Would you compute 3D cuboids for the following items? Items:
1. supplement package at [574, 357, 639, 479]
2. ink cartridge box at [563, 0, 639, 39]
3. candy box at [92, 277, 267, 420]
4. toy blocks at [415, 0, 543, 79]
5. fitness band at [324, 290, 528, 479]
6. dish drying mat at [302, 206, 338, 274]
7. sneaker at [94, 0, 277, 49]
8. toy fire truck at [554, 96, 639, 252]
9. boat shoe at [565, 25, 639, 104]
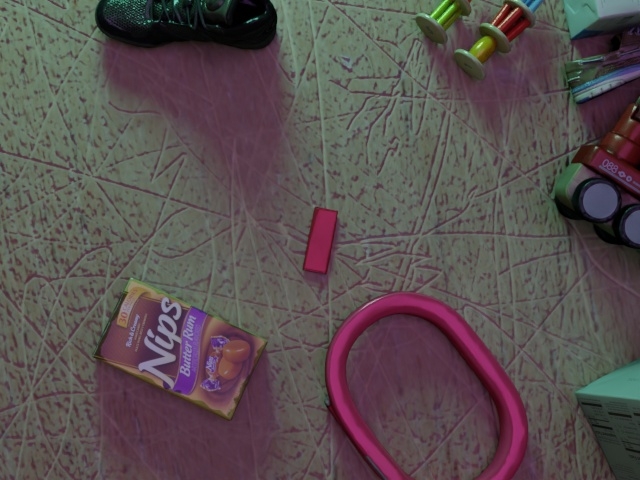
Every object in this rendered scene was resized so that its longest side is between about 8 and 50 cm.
[{"bbox_3d":[0.464,0.205,1.314,0.204,0.262,0.145,-25,88,-9],"label":"supplement package"},{"bbox_3d":[0.424,-0.317,1.436,0.181,0.104,0.061,-10,87,-8],"label":"ink cartridge box"},{"bbox_3d":[-0.172,0.133,1.351,0.187,0.053,0.109,25,83,-3],"label":"candy box"},{"bbox_3d":[0.216,-0.303,1.435,0.123,0.054,0.148,43,82,-2],"label":"toy blocks"},{"bbox_3d":[0.131,0.203,1.384,0.209,0.054,0.291,-37,91,-11],"label":"fitness band"},{"bbox_3d":[0.000,0.000,1.405,0.032,0.008,0.083,11,84,-5],"label":"dish drying mat"},{"bbox_3d":[-0.165,-0.288,1.352,0.228,0.130,0.087,5,82,-4],"label":"sneaker"},{"bbox_3d":[0.447,-0.097,1.413,0.217,0.158,0.246,32,92,-3],"label":"toy fire truck"},{"bbox_3d":[0.409,-0.244,1.443,0.183,0.066,0.066,-24,91,-5],"label":"boat shoe"}]
